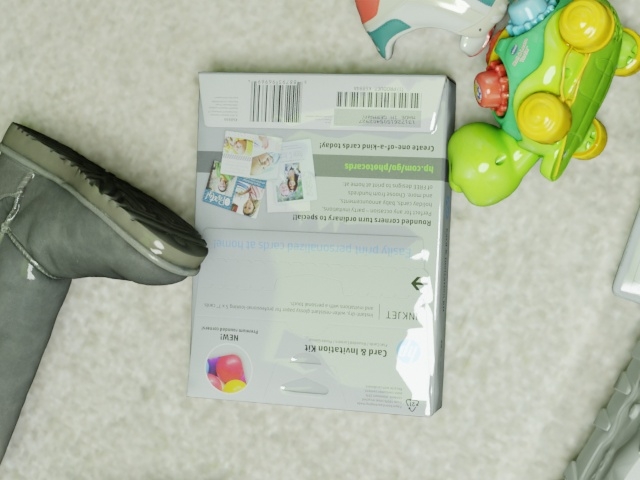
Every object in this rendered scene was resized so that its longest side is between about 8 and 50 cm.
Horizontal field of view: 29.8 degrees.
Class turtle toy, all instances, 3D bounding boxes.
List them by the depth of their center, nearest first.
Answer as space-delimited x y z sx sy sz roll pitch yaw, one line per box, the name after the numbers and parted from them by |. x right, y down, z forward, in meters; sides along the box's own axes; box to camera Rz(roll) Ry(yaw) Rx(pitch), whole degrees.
0.112 -0.075 0.622 0.066 0.095 0.130 29 99 26 | turtle toy

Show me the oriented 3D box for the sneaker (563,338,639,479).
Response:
0.196 0.105 0.603 0.095 0.090 0.235 25 112 -5 | sneaker

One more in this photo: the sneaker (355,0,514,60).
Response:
0.095 -0.142 0.648 0.161 0.057 0.075 -12 105 14 | sneaker

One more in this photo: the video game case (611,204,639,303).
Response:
0.269 -0.038 0.613 0.183 0.023 0.201 19 95 14 | video game case

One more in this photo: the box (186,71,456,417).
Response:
0.000 0.000 0.679 0.145 0.038 0.186 2 91 16 | box

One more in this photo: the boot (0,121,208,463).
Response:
-0.168 0.055 0.691 0.190 0.076 0.208 30 93 44 | boot
